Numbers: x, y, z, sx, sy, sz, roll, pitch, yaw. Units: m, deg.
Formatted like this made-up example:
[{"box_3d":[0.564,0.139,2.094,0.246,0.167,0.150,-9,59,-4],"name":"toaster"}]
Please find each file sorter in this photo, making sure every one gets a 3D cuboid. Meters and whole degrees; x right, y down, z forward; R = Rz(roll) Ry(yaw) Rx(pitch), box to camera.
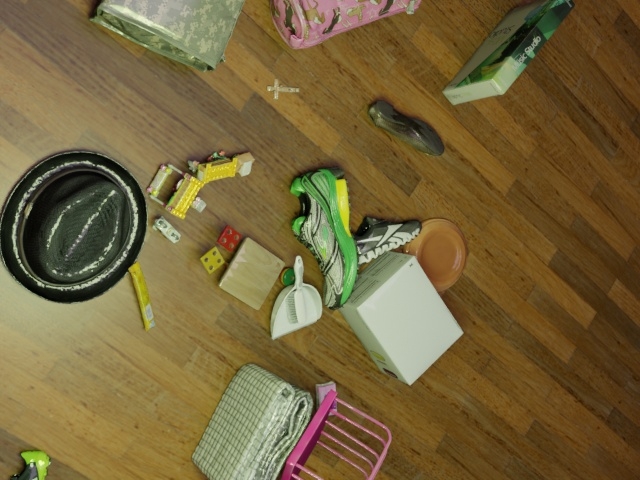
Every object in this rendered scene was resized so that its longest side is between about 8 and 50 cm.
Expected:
[{"box_3d":[0.030,0.525,1.908,0.182,0.291,0.202,29,56,10],"name":"file sorter"}]

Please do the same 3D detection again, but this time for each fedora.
[{"box_3d":[-0.499,-0.023,1.725,0.334,0.152,0.334,-3,97,-26],"name":"fedora"}]

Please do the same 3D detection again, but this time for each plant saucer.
[{"box_3d":[0.311,0.040,2.196,0.200,0.037,0.200,-2,95,-26],"name":"plant saucer"}]

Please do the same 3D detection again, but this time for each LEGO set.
[{"box_3d":[-0.286,-0.138,1.870,0.287,0.107,0.132,-47,147,-20],"name":"LEGO set"}]

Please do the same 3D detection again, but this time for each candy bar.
[{"box_3d":[-0.397,0.128,1.845,0.040,0.018,0.161,-47,131,-61],"name":"candy bar"}]

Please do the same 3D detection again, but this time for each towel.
[{"box_3d":[-0.151,0.443,1.897,0.121,0.235,0.284,31,81,-29],"name":"towel"}]

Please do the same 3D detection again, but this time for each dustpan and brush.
[{"box_3d":[-0.057,0.130,1.980,0.147,0.060,0.211,-19,113,-33],"name":"dustpan and brush"}]

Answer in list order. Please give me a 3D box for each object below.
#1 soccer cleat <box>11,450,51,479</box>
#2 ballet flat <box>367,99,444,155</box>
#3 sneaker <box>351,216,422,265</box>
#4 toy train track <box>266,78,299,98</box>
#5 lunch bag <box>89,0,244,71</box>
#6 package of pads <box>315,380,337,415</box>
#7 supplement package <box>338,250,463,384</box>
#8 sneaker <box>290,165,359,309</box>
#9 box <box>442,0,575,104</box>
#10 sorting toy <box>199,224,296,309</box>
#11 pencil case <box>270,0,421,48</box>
[{"box_3d":[-0.630,0.539,1.770,0.072,0.060,0.179,13,83,-17],"name":"soccer cleat"},{"box_3d":[0.217,-0.280,2.114,0.250,0.058,0.084,24,49,-31],"name":"ballet flat"},{"box_3d":[0.156,-0.021,2.091,0.234,0.078,0.106,-26,98,-25],"name":"sneaker"},{"box_3d":[-0.088,-0.361,1.973,0.083,0.014,0.048,-2,96,-27],"name":"toy train track"},{"box_3d":[-0.307,-0.519,1.765,0.287,0.169,0.235,23,84,-22],"name":"lunch bag"},{"box_3d":[0.015,0.400,2.086,0.050,0.032,0.083,-7,98,-24],"name":"package of pads"},{"box_3d":[0.195,0.193,2.093,0.204,0.145,0.262,-41,110,-18],"name":"supplement package"},{"box_3d":[0.000,0.000,2.002,0.146,0.134,0.343,-10,90,-18],"name":"sneaker"},{"box_3d":[0.477,-0.489,2.119,0.058,0.232,0.322,43,76,-18],"name":"box"},{"box_3d":[-0.176,0.071,1.941,0.274,0.046,0.132,36,78,-39],"name":"sorting toy"},{"box_3d":[0.066,-0.577,1.952,0.386,0.167,0.160,-24,137,-22],"name":"pencil case"}]
